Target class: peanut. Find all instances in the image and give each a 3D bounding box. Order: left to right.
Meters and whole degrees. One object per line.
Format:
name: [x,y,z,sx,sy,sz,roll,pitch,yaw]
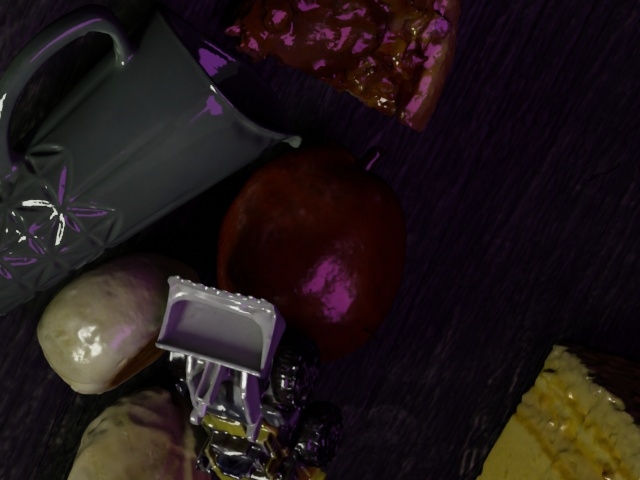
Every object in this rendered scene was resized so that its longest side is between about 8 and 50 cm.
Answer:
peanut: [-0.209,0.285,1.785,0.149,0.149,0.313,31,101,-35]

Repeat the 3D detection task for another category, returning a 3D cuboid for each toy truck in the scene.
toy truck: [-0.066,0.144,1.662,0.111,0.136,0.286,-64,154,-27]

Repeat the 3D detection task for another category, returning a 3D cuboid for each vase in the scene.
vase: [-0.194,-0.071,1.595,0.301,0.156,0.251,-38,131,6]

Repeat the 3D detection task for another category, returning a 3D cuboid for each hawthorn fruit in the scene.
hawthorn fruit: [0.000,0.000,1.704,0.185,0.185,0.202,27,97,-34]

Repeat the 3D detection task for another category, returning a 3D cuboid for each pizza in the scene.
pizza: [0.024,-0.206,1.654,0.229,0.081,0.289,-16,125,-17]

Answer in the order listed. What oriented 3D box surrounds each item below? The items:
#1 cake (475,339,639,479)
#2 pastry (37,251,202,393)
cake: [0.308,0.292,1.987,0.227,0.222,0.286,19,109,-31]
pastry: [-0.180,0.069,1.680,0.156,0.156,0.092,-36,85,-3]
